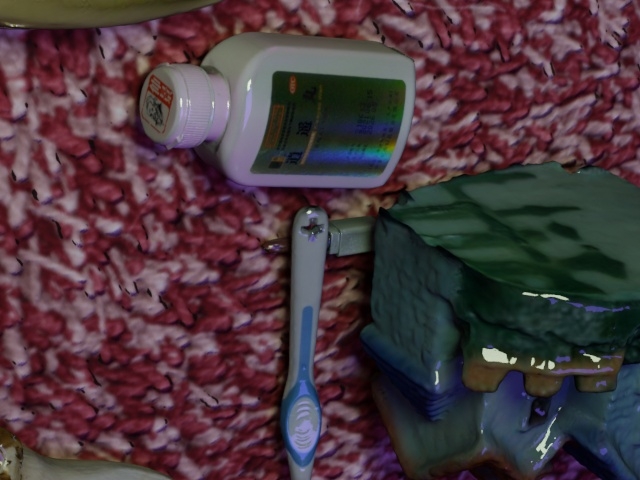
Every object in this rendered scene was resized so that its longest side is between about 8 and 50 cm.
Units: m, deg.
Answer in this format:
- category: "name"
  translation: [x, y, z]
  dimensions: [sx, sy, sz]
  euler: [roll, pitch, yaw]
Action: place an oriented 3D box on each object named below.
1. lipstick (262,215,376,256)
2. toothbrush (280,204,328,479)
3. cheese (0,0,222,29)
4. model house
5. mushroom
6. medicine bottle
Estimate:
- category: "lipstick"
  translation: [0.000, 0.000, 1.563]
  dimensions: [0.107, 0.025, 0.025]
  euler: [-8, 117, -27]
- category: "toothbrush"
  translation: [-0.016, 0.146, 1.602]
  dimensions: [0.040, 0.040, 0.386]
  euler: [-14, 123, -30]
- category: "cheese"
  translation: [-0.145, -0.256, 1.261]
  dimensions: [0.315, 0.128, 0.260]
  euler: [-20, 125, -25]
- category: "model house"
  translation: [0.185, 0.128, 1.625]
  dimensions: [0.295, 0.251, 0.329]
  euler: [-12, 126, -37]
- category: "mushroom"
  translation: [-0.205, 0.198, 1.491]
  dimensions: [0.209, 0.071, 0.084]
  euler: [16, 71, -43]
- category: "medicine bottle"
  translation: [-0.032, -0.101, 1.452]
  dimensions: [0.219, 0.078, 0.115]
  euler: [0, 114, -36]
